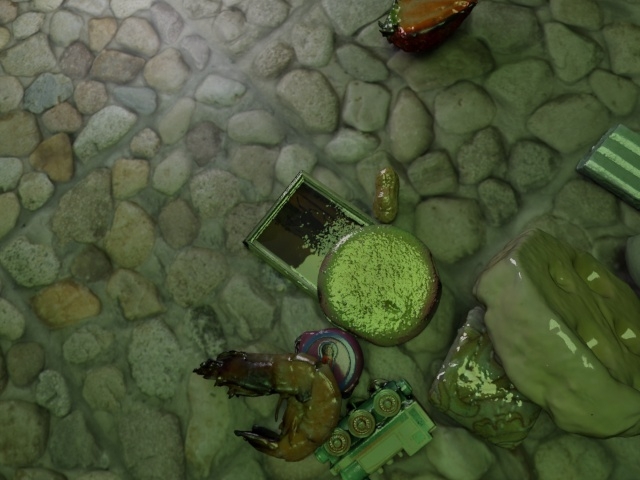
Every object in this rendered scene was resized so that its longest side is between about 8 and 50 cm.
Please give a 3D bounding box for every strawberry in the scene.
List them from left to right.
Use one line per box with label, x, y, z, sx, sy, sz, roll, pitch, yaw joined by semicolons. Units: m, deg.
strawberry;0.215;-0.453;0.940;0.192;0.085;0.140;-42;66;-11

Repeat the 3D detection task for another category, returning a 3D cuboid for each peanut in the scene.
peanut;0.126;-0.088;0.865;0.054;0.054;0.113;2;78;8

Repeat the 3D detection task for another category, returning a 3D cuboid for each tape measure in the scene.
tape measure;0.012;0.211;0.786;0.125;0.074;0.118;7;81;15

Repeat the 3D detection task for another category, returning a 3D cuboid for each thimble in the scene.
thimble;0.271;0.211;0.720;0.144;0.137;0.190;26;65;16

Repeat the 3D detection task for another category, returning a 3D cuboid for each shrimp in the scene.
shrimp;-0.091;0.272;0.761;0.290;0.075;0.177;-4;87;23

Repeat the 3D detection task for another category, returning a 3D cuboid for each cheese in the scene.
cheese;0.373;0.129;0.659;0.327;0.115;0.317;18;42;-21

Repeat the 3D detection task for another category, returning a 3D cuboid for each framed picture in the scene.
framed picture;0.000;0.000;0.877;0.252;0.014;0.197;36;82;15

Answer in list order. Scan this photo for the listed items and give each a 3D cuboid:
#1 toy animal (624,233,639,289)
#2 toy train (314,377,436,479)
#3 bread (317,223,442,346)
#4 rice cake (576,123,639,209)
toy animal;0.560;0.065;0.705;0.121;0.093;0.225;1;48;12
toy train;0.087;0.316;0.742;0.194;0.081;0.125;-39;85;1
bread;0.107;0.079;0.819;0.229;0.033;0.228;0;80;1
rice cake;0.599;-0.107;0.811;0.237;0.043;0.127;42;84;16
